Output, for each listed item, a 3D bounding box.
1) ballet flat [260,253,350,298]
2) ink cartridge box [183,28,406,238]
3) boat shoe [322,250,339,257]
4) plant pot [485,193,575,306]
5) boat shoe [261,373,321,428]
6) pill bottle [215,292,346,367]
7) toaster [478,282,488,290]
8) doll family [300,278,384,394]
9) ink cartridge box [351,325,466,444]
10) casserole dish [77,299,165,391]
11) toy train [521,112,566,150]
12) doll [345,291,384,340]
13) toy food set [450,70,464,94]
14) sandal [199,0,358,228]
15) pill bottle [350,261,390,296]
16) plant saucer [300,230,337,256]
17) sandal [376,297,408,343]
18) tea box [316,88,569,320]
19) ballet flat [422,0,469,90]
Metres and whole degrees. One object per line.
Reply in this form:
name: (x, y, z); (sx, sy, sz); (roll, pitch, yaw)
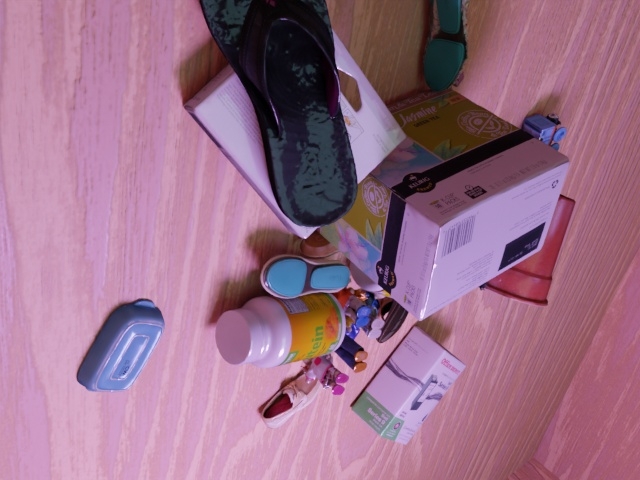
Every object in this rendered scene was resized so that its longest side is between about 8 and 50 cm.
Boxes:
ballet flat: (-0.045, 0.066, 1.410); (0.248, 0.086, 0.086); (10, 113, -49)
ink cartridge box: (-0.031, -0.180, 1.122); (0.239, 0.060, 0.275); (-45, 119, -10)
boat shoe: (0.067, -0.020, 1.468); (0.190, 0.072, 0.068); (-38, 144, -19)
plant pot: (0.486, -0.013, 1.819); (0.272, 0.272, 0.265); (6, 108, -51)
boat shoe: (-0.065, 0.358, 1.667); (0.170, 0.063, 0.059); (-44, 151, -10)
pill bottle: (-0.077, 0.172, 1.417); (0.245, 0.136, 0.137); (-4, 124, -48)
toaster: (0.359, -0.016, 1.666); (0.146, 0.227, 0.129); (-34, 158, -2)
doll family: (0.048, 0.193, 1.566); (0.118, 0.163, 0.263); (2, 115, -39)
ink cartridge box: (0.247, 0.401, 2.018); (0.289, 0.121, 0.211); (-53, 146, 0)
casserole dish: (-0.328, 0.187, 1.229); (0.114, 0.037, 0.188); (18, 107, -54)
toy train: (0.540, -0.231, 1.830); (0.105, 0.080, 0.184); (-18, 136, -27)
doll: (0.093, 0.177, 1.701); (0.189, 0.046, 0.129); (-54, 137, -8)
toy food set: (0.260, -0.336, 1.456); (0.077, 0.019, 0.122); (-26, 130, -34)
sandal: (-0.032, -0.220, 1.011); (0.167, 0.107, 0.446); (-26, 115, -14)
pill bottle: (0.165, 0.069, 1.624); (0.215, 0.117, 0.117); (20, 105, -55)
plant saucer: (0.000, 0.000, 1.401); (0.083, 0.083, 0.015); (-33, 131, -25)
sandal: (0.179, 0.142, 1.769); (0.090, 0.060, 0.220); (16, 94, -60)
tea box: (0.203, -0.086, 1.334); (0.328, 0.323, 0.220); (-25, 138, -30)
ballet flat: (0.239, -0.386, 1.333); (0.077, 0.091, 0.241); (-55, 157, -38)
